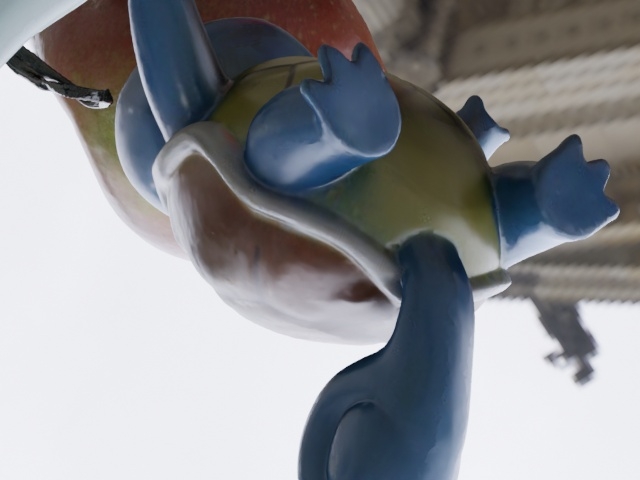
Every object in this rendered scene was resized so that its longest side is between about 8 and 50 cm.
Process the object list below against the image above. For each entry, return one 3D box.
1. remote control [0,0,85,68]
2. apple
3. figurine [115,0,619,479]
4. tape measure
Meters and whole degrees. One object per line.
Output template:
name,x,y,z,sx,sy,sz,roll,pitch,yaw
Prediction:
remote control,-0.065,-0.056,0.416,0.162,0.029,0.061,-49,-160,-7
apple,-0.086,-0.145,1.753,0.277,0.348,0.348,-25,-142,2
figurine,0.019,-0.026,1.158,0.243,0.298,0.416,-62,-144,27
tape measure,-0.192,-0.151,1.171,0.180,0.107,0.104,19,-157,1
